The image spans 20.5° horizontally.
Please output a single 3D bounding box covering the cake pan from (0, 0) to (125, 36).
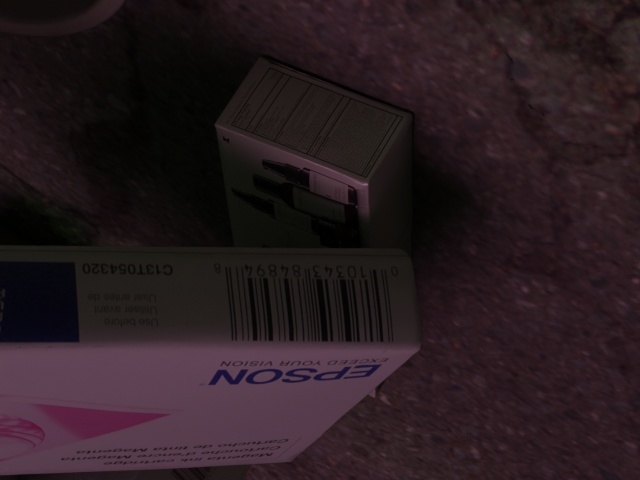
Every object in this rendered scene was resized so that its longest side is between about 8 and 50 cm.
[{"bbox_3d":[-0.207,-0.229,0.918,0.293,0.054,0.293,25,151,15],"label":"cake pan"}]

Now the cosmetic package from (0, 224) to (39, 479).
[{"bbox_3d":[-0.269,0.122,1.336,0.107,0.127,0.238,29,109,8],"label":"cosmetic package"}]

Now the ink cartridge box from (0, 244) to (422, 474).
[{"bbox_3d":[-0.148,0.091,1.041,0.324,0.071,0.330,0,156,-19],"label":"ink cartridge box"}]

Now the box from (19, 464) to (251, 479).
[{"bbox_3d":[-0.152,0.178,1.426,0.170,0.130,0.091,-2,137,48],"label":"box"}]

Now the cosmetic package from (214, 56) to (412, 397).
[{"bbox_3d":[0.000,0.000,1.066,0.099,0.060,0.239,23,151,18],"label":"cosmetic package"}]
